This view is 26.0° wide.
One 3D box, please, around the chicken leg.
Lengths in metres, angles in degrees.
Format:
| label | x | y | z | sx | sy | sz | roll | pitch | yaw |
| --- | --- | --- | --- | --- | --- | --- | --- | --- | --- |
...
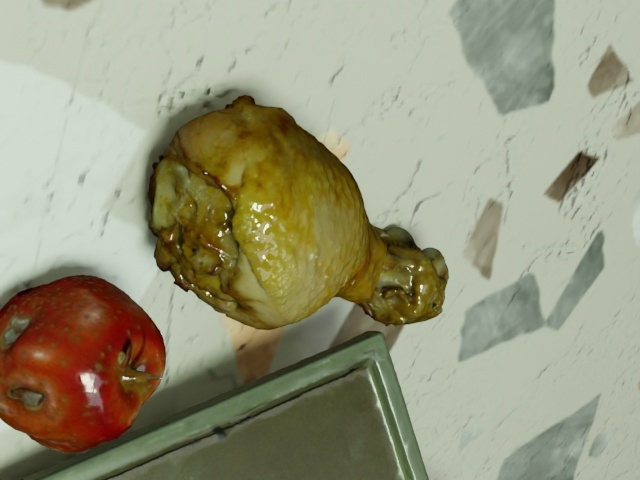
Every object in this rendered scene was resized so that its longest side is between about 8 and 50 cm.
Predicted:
| label | x | y | z | sx | sy | sz | roll | pitch | yaw |
| --- | --- | --- | --- | --- | --- | --- | --- | --- | --- |
| chicken leg | 0.002 | 0.002 | 0.750 | 0.251 | 0.087 | 0.107 | 23 | 91 | -55 |

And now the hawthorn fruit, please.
| label | x | y | z | sx | sy | sz | roll | pitch | yaw |
| --- | --- | --- | --- | --- | --- | --- | --- | --- | --- |
| hawthorn fruit | -0.115 | 0.061 | 0.666 | 0.093 | 0.093 | 0.093 | -25 | 132 | -31 |

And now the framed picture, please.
| label | x | y | z | sx | sy | sz | roll | pitch | yaw |
| --- | --- | --- | --- | --- | --- | --- | --- | --- | --- |
| framed picture | -0.074 | 0.220 | 0.739 | 0.335 | 0.022 | 0.247 | -22 | 99 | -23 |
